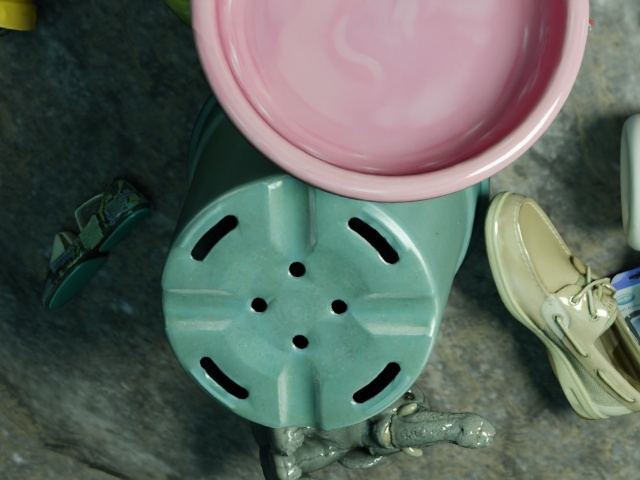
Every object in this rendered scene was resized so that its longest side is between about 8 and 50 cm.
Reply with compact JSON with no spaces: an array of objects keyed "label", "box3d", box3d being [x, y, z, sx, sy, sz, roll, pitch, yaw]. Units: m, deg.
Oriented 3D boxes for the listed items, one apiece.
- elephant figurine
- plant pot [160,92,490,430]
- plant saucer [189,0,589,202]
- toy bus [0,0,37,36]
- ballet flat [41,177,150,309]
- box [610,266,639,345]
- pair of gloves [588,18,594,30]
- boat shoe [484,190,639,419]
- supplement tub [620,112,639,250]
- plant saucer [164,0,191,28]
[{"label":"elephant figurine","box3d":[0.047,0.200,1.457,0.239,0.186,0.169,-10,150,-15]},{"label":"plant pot","box3d":[0.000,0.000,1.272,0.341,0.334,0.341,2,113,6]},{"label":"plant saucer","box3d":[0.057,-0.194,1.085,0.332,0.084,0.332,0,85,-3]},{"label":"toy bus","box3d":[-0.408,-0.315,1.306,0.220,0.149,0.211,5,100,8]},{"label":"ballet flat","box3d":[-0.268,-0.001,1.463,0.070,0.070,0.188,42,110,-10]},{"label":"box","box3d":[0.373,0.087,1.425,0.081,0.028,0.136,-20,106,15]},{"label":"pair of gloves","box3d":[0.183,-0.219,1.319,0.198,0.023,0.159,40,107,-16]},{"label":"boat shoe","box3d":[0.276,0.069,1.371,0.098,0.109,0.302,-11,119,41]},{"label":"supplement tub","box3d":[0.411,-0.062,1.291,0.199,0.144,0.144,-1,113,8]},{"label":"plant saucer","box3d":[-0.114,-0.316,1.224,0.037,0.241,0.241,-6,120,-37]}]
